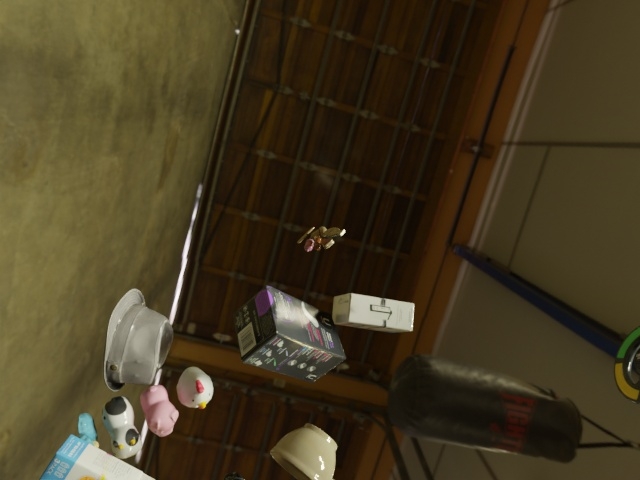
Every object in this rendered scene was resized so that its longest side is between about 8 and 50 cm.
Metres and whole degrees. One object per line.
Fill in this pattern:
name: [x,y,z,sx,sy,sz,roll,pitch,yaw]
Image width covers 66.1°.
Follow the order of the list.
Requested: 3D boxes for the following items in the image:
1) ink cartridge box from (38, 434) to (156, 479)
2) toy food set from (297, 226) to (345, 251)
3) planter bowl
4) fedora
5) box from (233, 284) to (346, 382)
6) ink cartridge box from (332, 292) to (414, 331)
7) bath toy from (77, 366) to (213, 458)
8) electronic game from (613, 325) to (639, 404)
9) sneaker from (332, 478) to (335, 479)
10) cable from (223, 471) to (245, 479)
ink cartridge box: [-0.383,0.430,0.841,0.104,0.181,0.061,-57,-172,4]
toy food set: [0.000,0.000,1.122,0.078,0.019,0.122,-45,-152,-20]
planter bowl: [-0.027,0.518,1.195,0.109,0.162,0.162,-51,173,-29]
fedora: [-0.473,0.277,1.311,0.244,0.124,0.276,-78,-178,-76]
box: [-0.084,0.263,1.354,0.143,0.270,0.165,-42,-138,21]
ink cartridge box: [0.150,0.216,1.448,0.148,0.203,0.086,146,-48,-69]
bath toy: [-0.435,0.446,1.268,0.129,0.348,0.151,-25,-94,62]
electronic game: [0.852,0.313,1.273,0.229,0.048,0.229,-155,-90,-87]
sneaker: [0.081,0.722,1.419,0.052,0.135,0.058,2,110,-61]
cable: [-0.161,0.618,1.162,0.047,0.184,0.150,-41,-146,-22]
